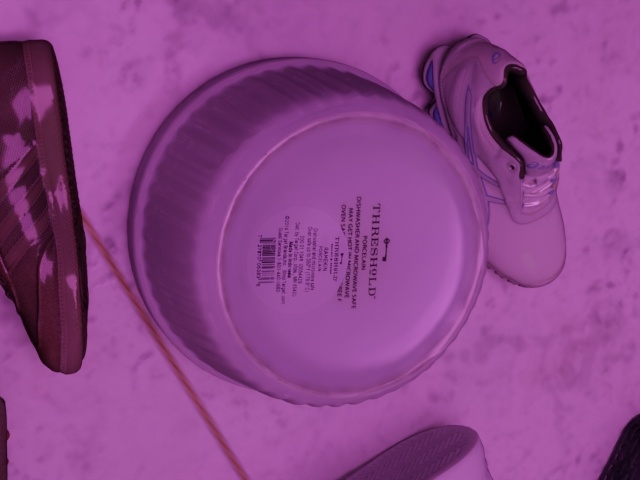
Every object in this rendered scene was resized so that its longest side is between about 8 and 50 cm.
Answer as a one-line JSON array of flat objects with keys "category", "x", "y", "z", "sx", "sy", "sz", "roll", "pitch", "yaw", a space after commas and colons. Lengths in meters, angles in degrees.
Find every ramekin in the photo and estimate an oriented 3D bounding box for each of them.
[{"category": "ramekin", "x": 0.000, "y": 0.000, "z": 0.853, "sx": 0.207, "sy": 0.109, "sz": 0.207, "roll": -5, "pitch": 104, "yaw": -21}]

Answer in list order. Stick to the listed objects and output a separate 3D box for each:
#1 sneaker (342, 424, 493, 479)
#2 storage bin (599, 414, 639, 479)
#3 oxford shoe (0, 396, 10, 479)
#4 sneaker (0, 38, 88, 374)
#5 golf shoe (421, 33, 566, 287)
[{"category": "sneaker", "x": 0.008, "y": 0.260, "z": 0.913, "sx": 0.293, "sy": 0.108, "sz": 0.169, "roll": -28, "pitch": 107, "yaw": -16}, {"category": "storage bin", "x": 0.283, "y": 0.212, "z": 1.028, "sx": 0.180, "sy": 0.084, "sz": 0.122, "roll": 26, "pitch": 91, "yaw": -24}, {"category": "oxford shoe", "x": -0.200, "y": 0.150, "z": 0.800, "sx": 0.130, "sy": 0.123, "sz": 0.348, "roll": -51, "pitch": 137, "yaw": -43}, {"category": "sneaker", "x": -0.171, "y": -0.016, "z": 0.814, "sx": 0.071, "sy": 0.066, "sz": 0.188, "roll": -6, "pitch": 99, "yaw": -4}, {"category": "golf shoe", "x": 0.120, "y": -0.041, "z": 0.907, "sx": 0.069, "sy": 0.086, "sz": 0.176, "roll": -32, "pitch": 113, "yaw": -15}]
